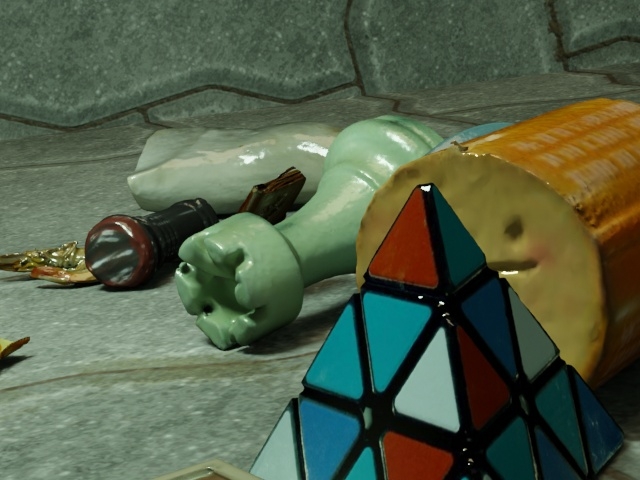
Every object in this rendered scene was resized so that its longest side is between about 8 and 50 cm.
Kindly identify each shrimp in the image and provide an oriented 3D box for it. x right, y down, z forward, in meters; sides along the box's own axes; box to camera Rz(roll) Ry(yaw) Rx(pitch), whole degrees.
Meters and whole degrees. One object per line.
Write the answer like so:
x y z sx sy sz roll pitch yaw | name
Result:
-0.321 0.038 1.876 0.162 0.045 0.095 0 33 0 | shrimp

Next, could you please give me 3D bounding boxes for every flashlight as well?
-0.202 -0.002 1.887 0.093 0.093 0.232 -1 9 20 | flashlight

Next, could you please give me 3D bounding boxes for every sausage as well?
0.195 0.011 1.290 0.233 0.233 0.287 3 14 35 | sausage

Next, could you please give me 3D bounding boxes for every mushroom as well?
-0.060 -0.098 2.179 0.397 0.126 0.177 -3 22 9 | mushroom

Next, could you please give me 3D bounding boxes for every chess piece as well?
0.000 0.000 1.576 0.299 0.195 0.194 -25 22 -37 | chess piece

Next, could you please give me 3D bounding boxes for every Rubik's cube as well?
0.028 0.112 1.071 0.234 0.250 0.284 -21 8 30 | Rubik's cube

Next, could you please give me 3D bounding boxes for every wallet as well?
-0.079 -0.004 1.689 0.026 0.176 0.095 44 35 17 | wallet

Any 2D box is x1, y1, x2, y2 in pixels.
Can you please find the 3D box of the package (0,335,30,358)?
-0.364 0.114 1.519 0.120 0.031 0.108 -1 13 19 | package

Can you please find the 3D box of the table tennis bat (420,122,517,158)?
0.169 -0.007 1.516 0.044 0.215 0.329 40 13 37 | table tennis bat

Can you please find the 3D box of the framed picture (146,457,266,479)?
-0.136 0.211 0.992 0.289 0.020 0.211 -14 14 -32 | framed picture
